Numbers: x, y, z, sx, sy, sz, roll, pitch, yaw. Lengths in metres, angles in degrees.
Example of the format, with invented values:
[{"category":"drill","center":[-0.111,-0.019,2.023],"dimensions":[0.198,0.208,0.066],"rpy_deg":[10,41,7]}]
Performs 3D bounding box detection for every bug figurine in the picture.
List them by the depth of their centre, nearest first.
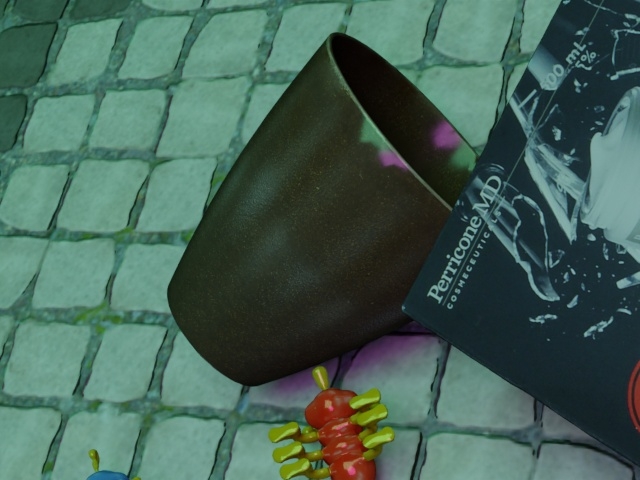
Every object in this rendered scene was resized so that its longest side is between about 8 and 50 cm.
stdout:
[{"category":"bug figurine","center":[-0.061,0.220,1.092],"dimensions":[0.279,0.072,0.216],"rpy_deg":[-20,59,10]}]

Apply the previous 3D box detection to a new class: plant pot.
[{"category":"plant pot","center":[0.000,0.000,1.134],"dimensions":[0.230,0.215,0.215],"rpy_deg":[-42,49,17]}]

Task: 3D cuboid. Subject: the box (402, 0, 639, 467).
[{"category":"box","center":[0.276,-0.019,0.932],"dimensions":[0.312,0.179,0.343],"rpy_deg":[32,99,40]}]
